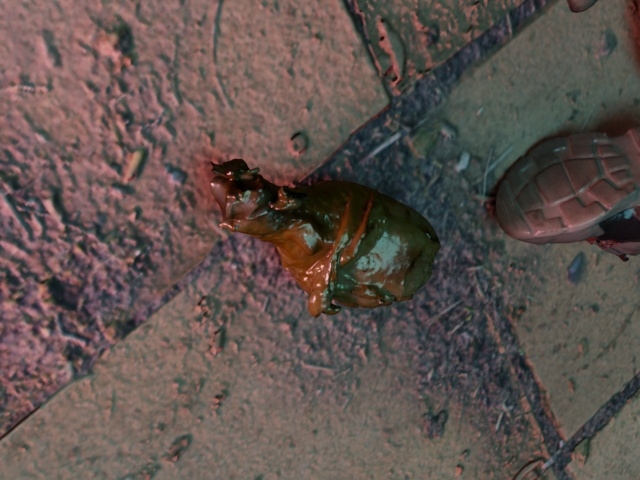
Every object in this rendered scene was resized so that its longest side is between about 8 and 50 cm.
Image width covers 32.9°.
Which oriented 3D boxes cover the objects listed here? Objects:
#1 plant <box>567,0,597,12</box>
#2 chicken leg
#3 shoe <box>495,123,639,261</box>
[{"bbox_3d":[0.242,-0.311,0.829,0.146,0.149,0.274,17,126,3],"label":"plant"},{"bbox_3d":[0.000,0.000,0.840,0.227,0.088,0.103,13,117,-42],"label":"chicken leg"},{"bbox_3d":[0.268,-0.034,1.009,0.227,0.099,0.125,-14,147,-6],"label":"shoe"}]
